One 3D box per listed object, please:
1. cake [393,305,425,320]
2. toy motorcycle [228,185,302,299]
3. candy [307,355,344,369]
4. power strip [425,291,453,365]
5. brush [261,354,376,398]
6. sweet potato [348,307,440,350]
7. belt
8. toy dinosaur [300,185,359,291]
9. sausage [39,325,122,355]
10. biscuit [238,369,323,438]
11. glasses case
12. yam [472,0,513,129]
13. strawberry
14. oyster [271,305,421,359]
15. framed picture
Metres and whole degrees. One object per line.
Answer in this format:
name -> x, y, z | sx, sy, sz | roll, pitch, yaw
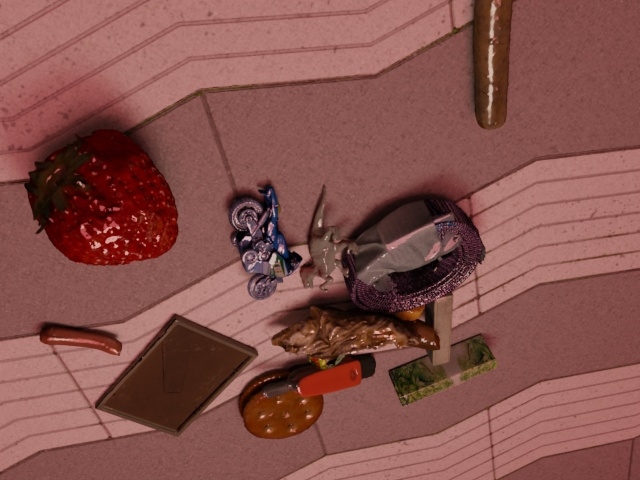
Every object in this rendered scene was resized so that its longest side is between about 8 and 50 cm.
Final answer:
cake -> 0.211, 0.155, 1.804 | 0.084, 0.084, 0.044 | -3, 129, -15
toy motorcycle -> -0.113, 0.009, 1.586 | 0.135, 0.092, 0.255 | -20, 121, -14
candy -> 0.110, 0.244, 1.852 | 0.305, 0.083, 0.091 | -16, 160, -15
power strip -> 0.296, 0.209, 1.872 | 0.052, 0.078, 0.272 | -11, 129, -8
brush -> 0.003, 0.346, 1.853 | 0.323, 0.051, 0.070 | -10, 106, -27
sweet potato -> 0.180, 0.210, 1.822 | 0.243, 0.077, 0.077 | 17, 124, 6
belt -> 0.206, 0.040, 1.691 | 0.324, 0.122, 0.260 | -25, 136, 6
toy dinosaur -> 0.000, 0.000, 1.634 | 0.053, 0.167, 0.242 | -36, 117, -45
sausage -> -0.526, 0.220, 1.639 | 0.176, 0.047, 0.040 | 13, 109, -23
biscuit -> -0.101, 0.427, 1.923 | 0.220, 0.066, 0.221 | -10, 129, -12
glasses case -> 0.325, 0.347, 1.977 | 0.272, 0.095, 0.062 | -21, 134, 0
yam -> 0.331, -0.388, 1.428 | 0.083, 0.083, 0.372 | -12, 128, -9
strawberry -> -0.376, -0.065, 1.357 | 0.257, 0.257, 0.277 | -39, 143, 14
oyster -> 0.060, 0.211, 1.732 | 0.341, 0.166, 0.110 | 4, 96, 14
framed picture -> -0.348, 0.337, 1.802 | 0.247, 0.022, 0.335 | 30, 113, -33
